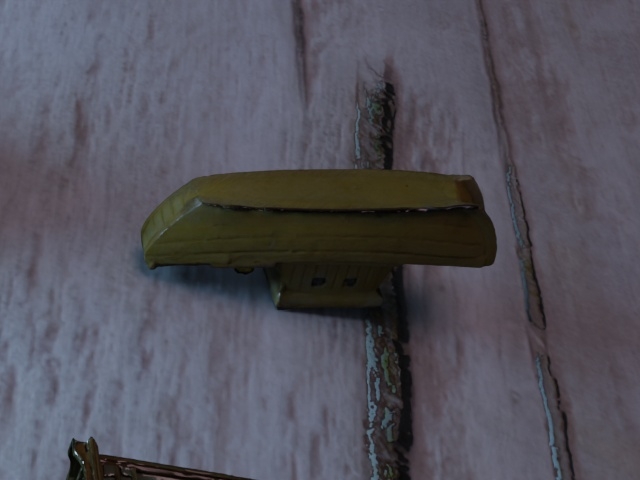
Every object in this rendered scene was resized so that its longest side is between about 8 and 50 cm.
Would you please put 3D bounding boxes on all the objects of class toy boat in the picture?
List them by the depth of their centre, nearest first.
[{"bbox_3d":[0.000,0.000,1.775,0.321,0.121,0.089,-2,39,-14],"label":"toy boat"}]

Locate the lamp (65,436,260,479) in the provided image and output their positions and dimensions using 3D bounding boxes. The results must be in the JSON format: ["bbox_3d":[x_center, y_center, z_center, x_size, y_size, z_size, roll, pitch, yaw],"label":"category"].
[{"bbox_3d":[-0.033,0.225,1.444,0.325,0.089,0.090,12,31,-21],"label":"lamp"}]
